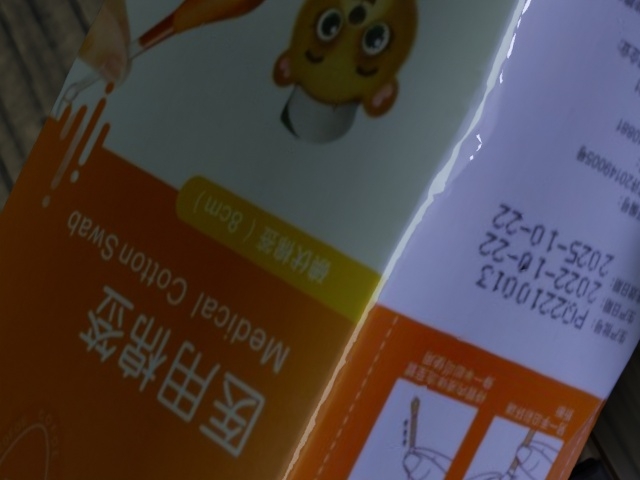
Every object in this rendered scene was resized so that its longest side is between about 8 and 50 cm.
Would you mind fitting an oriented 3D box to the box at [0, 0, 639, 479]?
[{"bbox_3d":[0.000,0.000,0.631,0.225,0.143,0.341,29,95,47],"label":"box"}]
